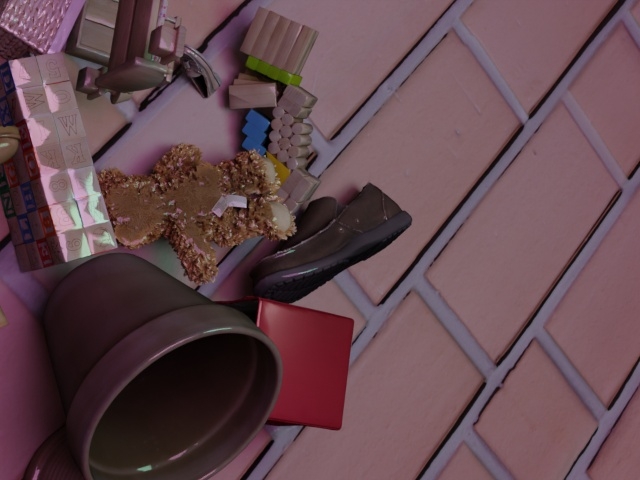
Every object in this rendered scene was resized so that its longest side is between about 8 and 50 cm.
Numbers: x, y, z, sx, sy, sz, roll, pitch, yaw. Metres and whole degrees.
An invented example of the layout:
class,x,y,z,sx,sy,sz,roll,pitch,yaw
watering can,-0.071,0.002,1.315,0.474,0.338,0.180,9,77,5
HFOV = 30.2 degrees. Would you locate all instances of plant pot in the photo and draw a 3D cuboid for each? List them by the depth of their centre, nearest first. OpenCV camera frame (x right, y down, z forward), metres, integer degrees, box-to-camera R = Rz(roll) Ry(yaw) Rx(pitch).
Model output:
class,x,y,z,sx,sy,sz,roll,pitch,yaw
plant pot,-0.261,0.174,1.732,0.323,0.280,0.323,-24,138,-25
plant pot,-0.323,0.389,1.799,0.237,0.110,0.237,3,84,-34

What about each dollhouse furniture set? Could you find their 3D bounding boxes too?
class,x,y,z,sx,sy,sz,roll,pitch,yaw
dollhouse furniture set,-0.227,-0.360,1.795,0.174,0.355,0.303,15,76,-33

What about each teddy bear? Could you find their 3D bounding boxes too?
class,x,y,z,sx,sy,sz,roll,pitch,yaw
teddy bear,-0.202,-0.051,1.913,0.338,0.113,0.245,-28,84,-31

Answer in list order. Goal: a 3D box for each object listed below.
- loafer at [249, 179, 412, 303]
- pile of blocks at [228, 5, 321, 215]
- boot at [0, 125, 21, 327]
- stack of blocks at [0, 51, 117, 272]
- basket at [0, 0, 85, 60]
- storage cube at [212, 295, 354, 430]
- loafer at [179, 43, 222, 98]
class,x,y,z,sx,sy,sz,roll,pitch,yaw
loafer,0.000,0.000,2.069,0.366,0.134,0.130,-26,77,-43
pile of blocks,-0.073,-0.217,2.056,0.112,0.149,0.362,-19,110,-77
boot,-0.488,-0.003,1.630,0.236,0.089,0.269,-20,90,-23
stack of blocks,-0.412,-0.111,1.753,0.087,0.171,0.297,-17,94,-35
basket,-0.431,-0.352,1.803,0.103,0.113,0.167,30,69,-24
storage cube,-0.082,0.207,1.940,0.193,0.184,0.215,14,76,-34
loafer,-0.203,-0.279,1.968,0.039,0.045,0.125,-61,150,-12
